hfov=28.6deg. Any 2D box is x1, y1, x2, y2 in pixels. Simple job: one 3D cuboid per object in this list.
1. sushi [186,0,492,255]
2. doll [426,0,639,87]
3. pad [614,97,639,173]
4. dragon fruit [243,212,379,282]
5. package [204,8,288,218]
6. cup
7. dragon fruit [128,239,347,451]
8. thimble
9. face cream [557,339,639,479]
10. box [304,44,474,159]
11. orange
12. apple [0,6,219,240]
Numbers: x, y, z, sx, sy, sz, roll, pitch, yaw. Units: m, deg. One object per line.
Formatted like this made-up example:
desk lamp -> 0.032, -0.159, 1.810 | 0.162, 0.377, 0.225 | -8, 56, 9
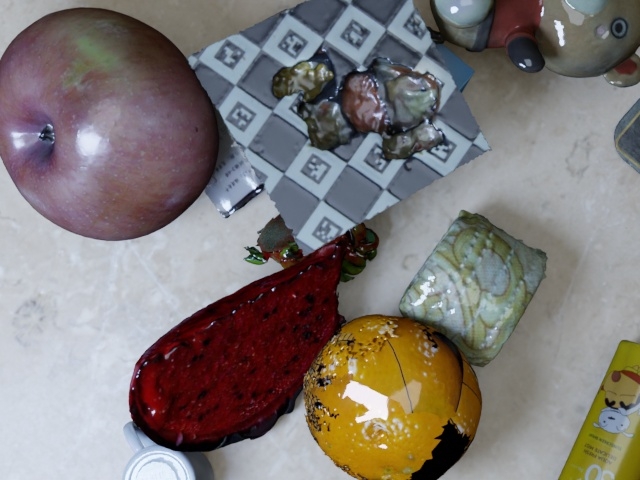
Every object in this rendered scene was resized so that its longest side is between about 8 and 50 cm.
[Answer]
sushi -> 0.025, -0.167, 1.610 | 0.292, 0.059, 0.294 | -28, 87, -5
doll -> 0.284, -0.313, 1.665 | 0.329, 0.174, 0.235 | 5, 68, -14
pad -> 0.589, -0.084, 1.713 | 0.375, 0.063, 0.315 | 40, 87, 4
dragon fruit -> 0.000, 0.000, 1.683 | 0.175, 0.142, 0.138 | 29, 41, -17
package -> -0.089, -0.179, 1.730 | 0.251, 0.062, 0.204 | -36, 87, -6
cup -> -0.216, 0.310, 1.655 | 0.136, 0.133, 0.099 | 25, 85, 9
dragon fruit -> -0.113, 0.153, 1.608 | 0.343, 0.282, 0.100 | -30, 48, -29
thimble -> 0.206, 0.058, 1.670 | 0.143, 0.137, 0.190 | 35, 76, 3
face cream -> 0.376, 0.309, 1.663 | 0.105, 0.105, 0.349 | 25, 87, 2
box -> 0.079, -0.183, 1.695 | 0.142, 0.083, 0.232 | 41, 75, 4
orange -> 0.092, 0.209, 1.617 | 0.234, 0.182, 0.235 | 5, 107, 18
apple -> -0.282, -0.147, 1.614 | 0.305, 0.235, 0.306 | 10, 109, 31
